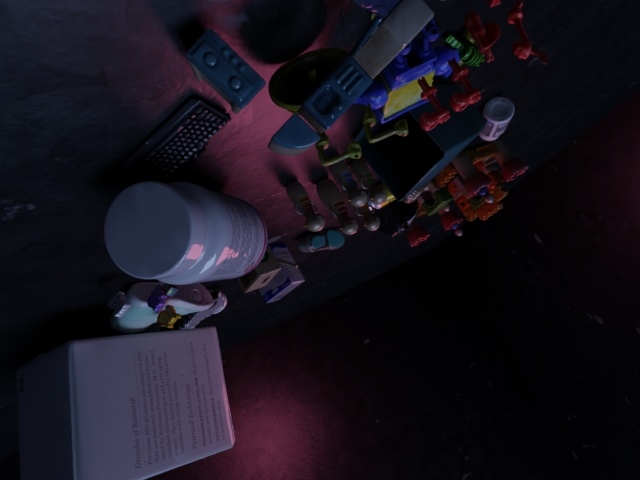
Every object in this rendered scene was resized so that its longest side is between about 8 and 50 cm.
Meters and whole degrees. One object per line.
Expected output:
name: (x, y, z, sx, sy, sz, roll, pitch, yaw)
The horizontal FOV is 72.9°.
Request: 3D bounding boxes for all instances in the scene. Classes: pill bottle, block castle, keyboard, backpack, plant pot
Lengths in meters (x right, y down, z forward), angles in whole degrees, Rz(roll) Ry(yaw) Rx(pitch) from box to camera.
pill bottle: (-0.205, -0.010, 0.717, 0.160, 0.160, 0.283, -33, 173, 8)
pill bottle: (0.486, -0.336, 1.212, 0.078, 0.078, 0.137, -31, 166, 3)
block castle: (0.526, -0.154, 1.635, 0.303, 0.212, 0.453, -22, 163, -32)
keyboard: (-0.208, -0.131, 0.635, 0.180, 0.023, 0.108, -34, 165, 18)
pill bottle: (0.183, -0.135, 1.312, 0.116, 0.065, 0.065, -30, 166, 0)
backpack: (0.244, -0.099, 1.444, 0.115, 0.151, 0.182, -36, 178, 42)
plant pot: (0.230, -0.229, 0.918, 0.234, 0.165, 0.165, -30, 168, -34)

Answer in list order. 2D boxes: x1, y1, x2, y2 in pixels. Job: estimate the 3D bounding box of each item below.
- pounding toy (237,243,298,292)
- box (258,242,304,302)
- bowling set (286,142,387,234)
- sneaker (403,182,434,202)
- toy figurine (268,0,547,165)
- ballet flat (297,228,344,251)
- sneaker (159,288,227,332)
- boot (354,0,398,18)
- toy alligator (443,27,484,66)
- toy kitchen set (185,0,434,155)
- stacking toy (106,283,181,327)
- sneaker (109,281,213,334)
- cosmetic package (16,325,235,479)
pounding toy: (-0.157, 0.060, 1.164, 0.100, 0.130, 0.141, -18, 161, -41)
box: (-0.138, 0.098, 1.317, 0.126, 0.137, 0.072, -39, 162, 30)
bowling set: (0.082, -0.115, 0.999, 0.287, 0.154, 0.200, -14, 159, -49)
sneaker: (0.284, -0.149, 1.313, 0.086, 0.064, 0.192, -60, -174, 10)
toy figurine: (0.119, -0.222, 0.676, 0.363, 0.191, 0.217, -29, 171, -2)
ballet flat: (0.000, 0.000, 1.439, 0.068, 0.072, 0.213, -7, 180, 34)
sneaker: (-0.401, 0.214, 1.329, 0.229, 0.086, 0.132, -35, 162, -19)
boot: (0.040, -0.235, 0.340, 0.086, 0.069, 0.190, -42, 166, 28)
toy alligator: (0.286, -0.350, 0.816, 0.056, 0.051, 0.190, -40, 163, 35)
toy kitchen set: (-0.017, -0.218, 0.485, 0.207, 0.166, 0.122, -48, -169, -6)
stacking toy: (-0.336, 0.095, 0.961, 0.221, 0.052, 0.167, -49, 149, 2)
sneaker: (-0.408, 0.173, 1.115, 0.151, 0.094, 0.256, -43, 152, 22)
cosmetic package: (-0.496, 0.426, 1.111, 0.330, 0.327, 0.394, -25, 161, 35)
